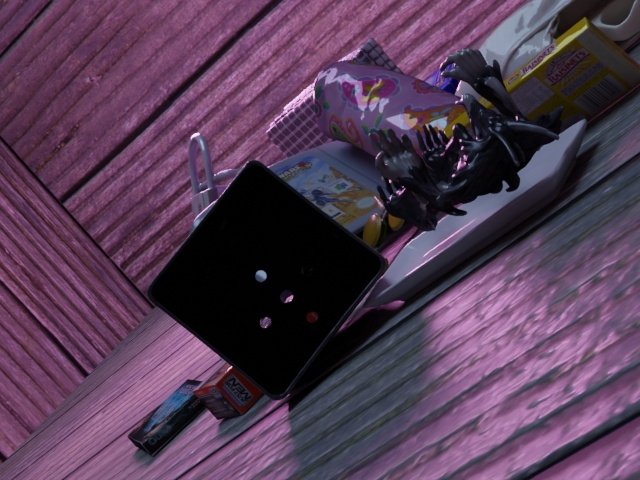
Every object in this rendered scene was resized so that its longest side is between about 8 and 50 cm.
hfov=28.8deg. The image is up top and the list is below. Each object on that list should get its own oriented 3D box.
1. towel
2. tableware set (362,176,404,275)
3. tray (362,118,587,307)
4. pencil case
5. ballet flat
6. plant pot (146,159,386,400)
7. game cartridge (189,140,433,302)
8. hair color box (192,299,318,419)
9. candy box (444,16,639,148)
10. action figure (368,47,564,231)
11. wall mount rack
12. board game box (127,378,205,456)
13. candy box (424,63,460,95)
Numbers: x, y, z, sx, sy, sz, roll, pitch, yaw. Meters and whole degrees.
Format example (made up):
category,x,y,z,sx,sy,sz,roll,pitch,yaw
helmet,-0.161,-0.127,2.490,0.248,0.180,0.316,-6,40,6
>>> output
category,x,y,z,sx,sy,sz,roll,pitch,yaw
towel,0.061,-0.193,2.258,0.283,0.235,0.121,-37,13,36
tableware set,0.090,-0.032,1.524,0.104,0.024,0.154,-127,54,-65
tray,0.164,-0.018,1.285,0.270,0.030,0.145,-37,6,35
pencil case,0.108,-0.151,1.621,0.124,0.124,0.284,-43,40,-17
ballet flat,0.338,-0.266,1.596,0.400,0.139,0.139,-40,6,9
plant pot,-0.048,0.051,1.379,0.188,0.187,0.167,-52,-10,-2
game cartridge,-0.015,-0.036,1.650,0.297,0.198,0.062,-30,-41,-29
hair color box,-0.071,0.142,1.521,0.167,0.053,0.093,-45,8,-25
candy box,0.246,-0.151,1.380,0.206,0.105,0.027,-38,35,30
action figure,0.132,-0.096,1.245,0.164,0.141,0.275,-41,2,-17
wall mount rack,-0.124,0.012,1.906,0.130,0.350,0.304,-7,-2,-16
board game box,-0.213,0.250,1.776,0.126,0.026,0.186,-42,6,-15
candy box,0.116,-0.121,1.906,0.317,0.122,0.268,-39,8,17
